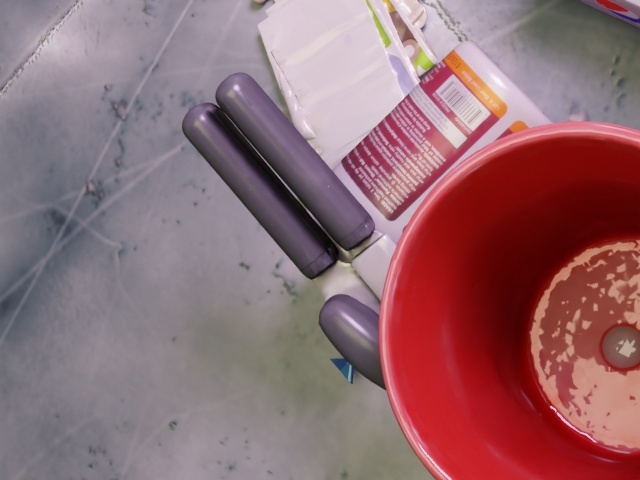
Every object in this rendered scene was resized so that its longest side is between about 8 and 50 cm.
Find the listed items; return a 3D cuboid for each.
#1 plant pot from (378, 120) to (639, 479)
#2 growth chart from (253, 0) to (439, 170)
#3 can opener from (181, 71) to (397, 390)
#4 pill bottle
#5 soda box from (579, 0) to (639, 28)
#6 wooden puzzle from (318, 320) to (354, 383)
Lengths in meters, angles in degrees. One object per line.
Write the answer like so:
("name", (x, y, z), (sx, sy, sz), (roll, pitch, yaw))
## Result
("plant pot", (0.207, 0.071, 0.961), (0.275, 0.243, 0.275), (-3, 82, 24))
("growth chart", (0.025, -0.172, 1.201), (0.172, 0.021, 0.237), (-21, 75, 20))
("can opener", (0.000, 0.000, 1.011), (0.076, 0.095, 0.283), (-39, 96, 19))
("pill bottle", (0.085, -0.050, 1.098), (0.221, 0.121, 0.121), (-44, 68, 11))
("soda box", (0.302, -0.201, 1.035), (0.286, 0.098, 0.091), (31, 96, 26))
("wooden puzzle", (0.042, 0.063, 1.164), (0.078, 0.014, 0.116), (39, 94, 29))
